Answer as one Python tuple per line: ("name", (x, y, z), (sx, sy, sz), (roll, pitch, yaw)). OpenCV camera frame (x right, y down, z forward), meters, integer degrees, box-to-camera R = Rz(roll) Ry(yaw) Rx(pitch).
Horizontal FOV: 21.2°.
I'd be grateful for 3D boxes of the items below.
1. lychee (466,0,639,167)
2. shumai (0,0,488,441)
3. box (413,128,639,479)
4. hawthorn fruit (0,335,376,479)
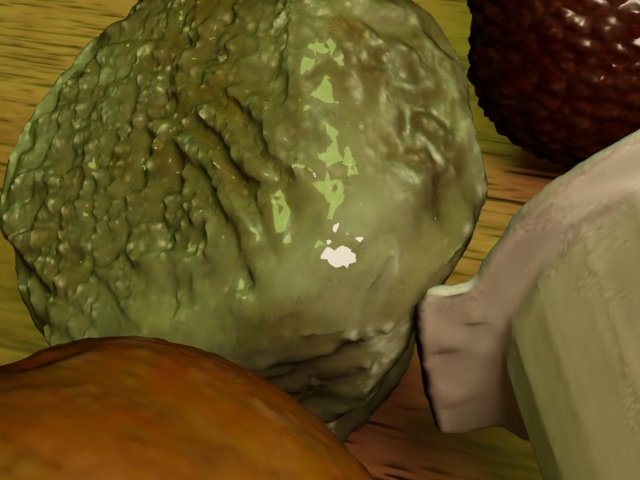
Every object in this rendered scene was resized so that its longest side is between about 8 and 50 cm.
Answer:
("lychee", (0.165, -0.127, 0.940), (0.194, 0.194, 0.194), (-10, 37, 8))
("shumai", (0.000, 0.000, 0.777), (0.261, 0.222, 0.225), (0, 64, 54))
("box", (0.198, 0.105, 0.625), (0.262, 0.291, 0.206), (-39, 42, 33))
("hawthorn fruit", (-0.052, 0.180, 0.559), (0.298, 0.277, 0.277), (29, 52, 19))
